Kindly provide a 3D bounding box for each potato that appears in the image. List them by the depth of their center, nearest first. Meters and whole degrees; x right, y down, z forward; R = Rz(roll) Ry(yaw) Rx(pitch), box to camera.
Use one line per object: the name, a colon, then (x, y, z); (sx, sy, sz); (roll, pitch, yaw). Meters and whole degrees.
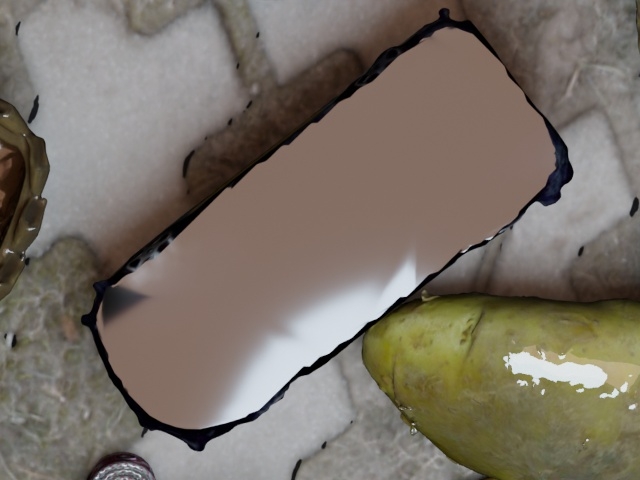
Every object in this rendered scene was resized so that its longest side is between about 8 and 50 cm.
potato: (0.174, 0.122, 1.530); (0.296, 0.191, 0.141); (14, 50, 13)

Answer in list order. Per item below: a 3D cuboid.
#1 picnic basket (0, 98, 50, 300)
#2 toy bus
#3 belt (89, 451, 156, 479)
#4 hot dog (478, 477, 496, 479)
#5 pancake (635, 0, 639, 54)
picnic basket: (-0.357, -0.031, 1.422); (0.291, 0.321, 0.254); (26, 91, -7)
toy bus: (0.000, 0.000, 1.515); (0.386, 0.162, 0.171); (-37, 91, 1)
belt: (-0.180, 0.291, 1.593); (0.071, 0.053, 0.232); (14, 95, -7)
hot dog: (0.079, 0.285, 1.598); (0.269, 0.072, 0.109); (-28, 95, -1)
pancake: (0.374, -0.165, 1.535); (0.250, 0.031, 0.250); (2, 67, -5)
